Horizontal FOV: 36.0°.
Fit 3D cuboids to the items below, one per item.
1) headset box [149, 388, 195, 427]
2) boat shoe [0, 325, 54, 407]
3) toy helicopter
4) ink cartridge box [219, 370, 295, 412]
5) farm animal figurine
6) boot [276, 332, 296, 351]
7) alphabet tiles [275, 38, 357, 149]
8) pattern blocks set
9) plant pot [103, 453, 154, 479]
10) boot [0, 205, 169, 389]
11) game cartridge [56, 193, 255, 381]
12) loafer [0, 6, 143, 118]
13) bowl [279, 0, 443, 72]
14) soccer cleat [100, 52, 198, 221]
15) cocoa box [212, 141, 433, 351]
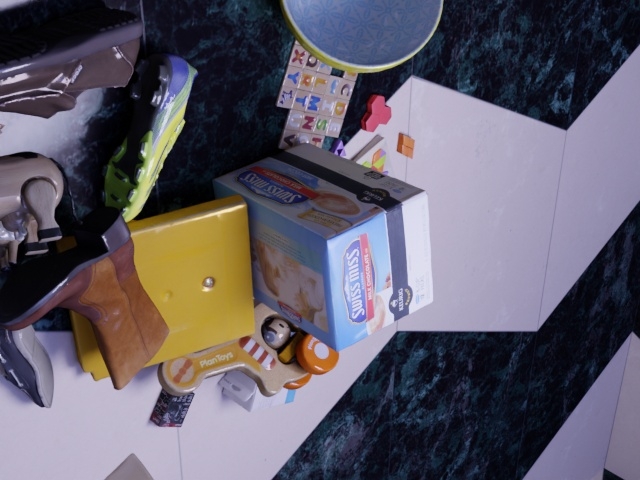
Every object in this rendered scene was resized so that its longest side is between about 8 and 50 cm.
[{"bbox_3d":[-0.289,0.326,1.910,0.062,0.032,0.083,15,101,-51],"label":"headset box"},{"bbox_3d":[-0.486,0.201,1.603,0.065,0.075,0.206,-6,134,2],"label":"boat shoe"},{"bbox_3d":[-0.154,0.195,1.876,0.355,0.234,0.140,-16,167,-35],"label":"toy helicopter"},{"bbox_3d":[-0.126,0.286,2.024,0.143,0.092,0.089,-5,114,-48],"label":"ink cartridge box"},{"bbox_3d":[-0.471,-0.071,1.283,0.327,0.330,0.172,-1,75,-48],"label":"farm animal figurine"},{"bbox_3d":[-0.058,0.132,2.039,0.190,0.076,0.208,19,103,-50],"label":"boot"},{"bbox_3d":[-0.007,-0.283,1.888,0.198,0.009,0.237,3,109,-50],"label":"alphabet tiles"},{"bbox_3d":[0.108,-0.125,2.101,0.285,0.026,0.325,-52,142,-12],"label":"pattern blocks set"},{"bbox_3d":[-0.352,0.497,1.887,0.109,0.096,0.109,-43,138,-23],"label":"plant pot"},{"bbox_3d":[-0.366,0.127,1.543,0.264,0.096,0.280,-55,145,-42],"label":"boot"},{"bbox_3d":[-0.274,0.083,1.701,0.324,0.052,0.285,-14,124,-21],"label":"game cartridge"},{"bbox_3d":[-0.395,-0.222,1.376,0.366,0.134,0.130,-26,129,-37],"label":"loafer"},{"bbox_3d":[0.056,-0.419,1.734,0.289,0.289,0.156,-52,-176,-13],"label":"bowl"},{"bbox_3d":[-0.269,-0.160,1.595,0.121,0.093,0.289,1,111,-56],"label":"soccer cleat"},{"bbox_3d":[0.000,0.000,1.766,0.228,0.347,0.231,-24,124,-31],"label":"cocoa box"}]
